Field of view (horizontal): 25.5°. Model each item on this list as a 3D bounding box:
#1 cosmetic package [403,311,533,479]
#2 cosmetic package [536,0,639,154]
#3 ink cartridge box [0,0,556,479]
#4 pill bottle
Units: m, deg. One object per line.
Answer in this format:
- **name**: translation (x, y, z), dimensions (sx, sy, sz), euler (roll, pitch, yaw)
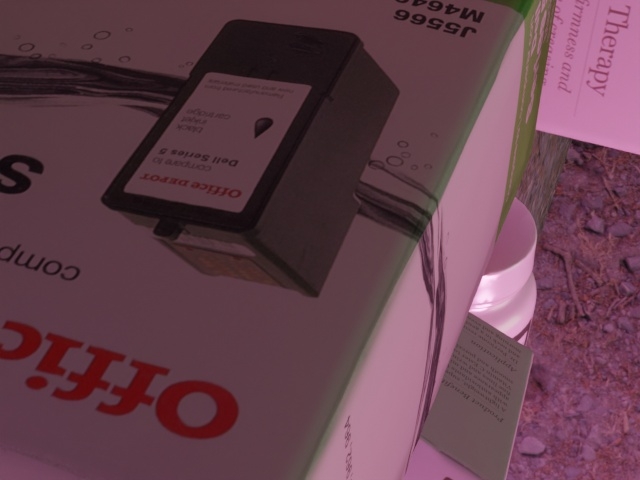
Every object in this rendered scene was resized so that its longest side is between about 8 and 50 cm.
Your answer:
- **cosmetic package**: translation (0.049, 0.141, 1.058), dimensions (0.151, 0.151, 0.183), euler (-57, -179, 31)
- **cosmetic package**: translation (0.328, -0.292, 1.294), dimensions (0.327, 0.394, 0.329), euler (-57, 158, -53)
- **ink cartridge box**: translation (-0.055, -0.007, 0.439), dimensions (0.273, 0.198, 0.114), euler (-63, 163, -44)
- **pill bottle**: translation (0.127, 0.086, 1.415), dimensions (0.161, 0.161, 0.283), euler (-62, 162, -44)
